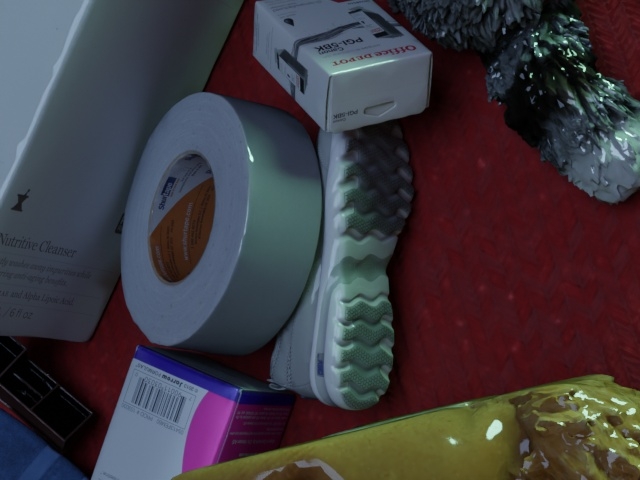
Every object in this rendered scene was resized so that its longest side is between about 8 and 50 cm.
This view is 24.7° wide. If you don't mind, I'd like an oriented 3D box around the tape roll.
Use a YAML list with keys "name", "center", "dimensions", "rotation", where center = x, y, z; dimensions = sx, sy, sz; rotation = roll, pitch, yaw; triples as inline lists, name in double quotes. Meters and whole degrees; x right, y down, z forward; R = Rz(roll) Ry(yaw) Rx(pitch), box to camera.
- name: "tape roll"
  center: [-0.089, -0.014, 1.245]
  dimensions: [0.219, 0.072, 0.219]
  rotation: [-23, 62, 51]

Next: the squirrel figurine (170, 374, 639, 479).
- name: "squirrel figurine"
  center: [0.139, 0.299, 1.045]
  dimensions: [0.397, 0.281, 0.370]
  rotation: [-17, 82, 25]

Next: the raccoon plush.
- name: "raccoon plush"
  center: [0.111, -0.253, 1.110]
  dimensions: [0.216, 0.299, 0.446]
  rotation: [-48, 67, 12]

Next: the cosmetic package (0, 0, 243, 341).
- name: "cosmetic package"
  center: [-0.241, -0.115, 1.309]
  dimensions: [0.156, 0.217, 0.385]
  rotation: [29, 98, 26]

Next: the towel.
- name: "towel"
  center: [-0.267, 0.212, 1.331]
  dimensions: [0.119, 0.029, 0.067]
  rotation: [40, 68, 2]

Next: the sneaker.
- name: "sneaker"
  center: [0.000, 0.000, 1.237]
  dimensions: [0.115, 0.105, 0.281]
  rotation: [-3, 73, 38]

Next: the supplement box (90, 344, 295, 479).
- name: "supplement box"
  center: [-0.124, 0.214, 1.263]
  dimensions: [0.111, 0.114, 0.220]
  rotation: [21, 91, 26]

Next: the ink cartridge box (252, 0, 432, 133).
- name: "ink cartridge box"
  center: [0.017, -0.153, 1.208]
  dimensions: [0.135, 0.099, 0.056]
  rotation: [49, 145, 44]

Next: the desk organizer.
- name: "desk organizer"
  center: [-0.269, 0.133, 1.344]
  dimensions: [0.130, 0.050, 0.047]
  rotation: [40, 68, 2]
